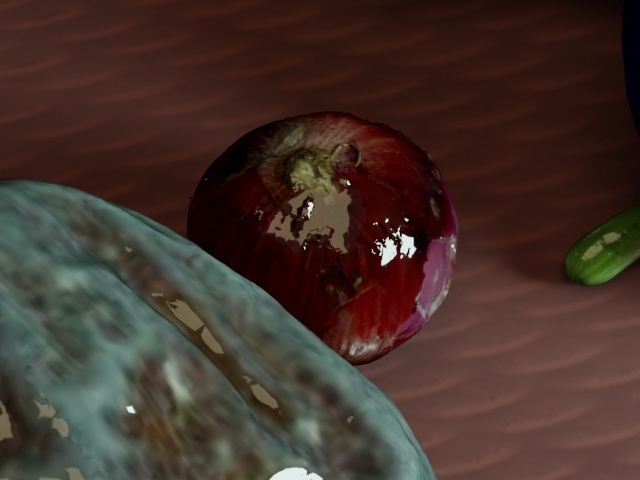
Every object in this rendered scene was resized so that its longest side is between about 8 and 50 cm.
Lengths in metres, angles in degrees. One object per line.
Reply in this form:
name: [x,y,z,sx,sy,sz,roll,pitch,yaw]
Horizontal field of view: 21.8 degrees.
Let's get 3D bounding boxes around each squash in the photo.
squash: [0.161,-0.005,0.835,0.089,0.027,0.027,-31,68,-13]

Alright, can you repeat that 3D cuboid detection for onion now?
onion: [0.000,0.000,0.790,0.131,0.131,0.131,-1,66,2]

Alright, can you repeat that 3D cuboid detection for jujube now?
jujube: [-0.086,0.124,0.682,0.308,0.215,0.246,45,35,15]

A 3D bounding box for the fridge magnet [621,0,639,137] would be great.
fridge magnet: [0.270,-0.101,0.788,0.266,0.112,0.265,-1,97,-6]
